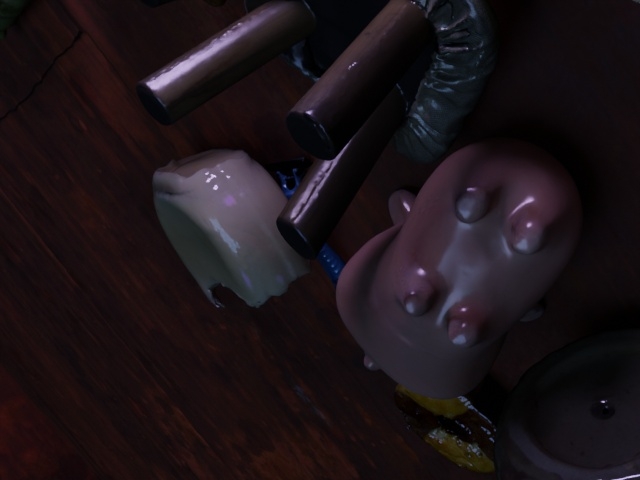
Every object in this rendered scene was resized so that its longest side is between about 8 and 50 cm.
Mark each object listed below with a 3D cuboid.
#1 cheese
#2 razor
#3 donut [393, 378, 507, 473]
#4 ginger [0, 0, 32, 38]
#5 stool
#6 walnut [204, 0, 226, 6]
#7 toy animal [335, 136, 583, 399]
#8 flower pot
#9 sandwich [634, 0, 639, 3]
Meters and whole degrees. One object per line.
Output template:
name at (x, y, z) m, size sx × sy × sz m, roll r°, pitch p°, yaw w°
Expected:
cheese at (-0.130, -0.017, 1.266) m, size 0.266 × 0.127 × 0.233 m, roll 15°, pitch 135°, yaw 58°
razor at (0.000, 0.000, 1.257) m, size 0.082 × 0.042 × 0.253 m, roll -3°, pitch 123°, yaw 45°
donut at (0.196, 0.243, 1.267) m, size 0.184 × 0.073 × 0.166 m, roll 35°, pitch 143°, yaw 13°
ginger at (-0.488, -0.396, 1.334) m, size 0.137 × 0.089 × 0.290 m, roll 34°, pitch 152°, yaw -14°
stool at (-0.020, -0.179, 0.890) m, size 0.310 × 0.226 × 0.310 m, roll 44°, pitch 161°, yaw 12°
walnut at (-0.140, -0.349, 0.995) m, size 0.143 × 0.069 × 0.170 m, roll -122°, pitch 25°, yaw -47°
toy animal at (0.151, 0.028, 0.992) m, size 0.237 × 0.269 × 0.326 m, roll 40°, pitch 112°, yaw 7°
flower pot at (0.328, 0.250, 0.943) m, size 0.302 × 0.302 × 0.213 m, roll 3°, pitch 135°, yaw 44°
sandwich at (0.298, -0.246, 0.597) m, size 0.117 × 0.187 × 0.144 m, roll 31°, pitch 148°, yaw 20°
